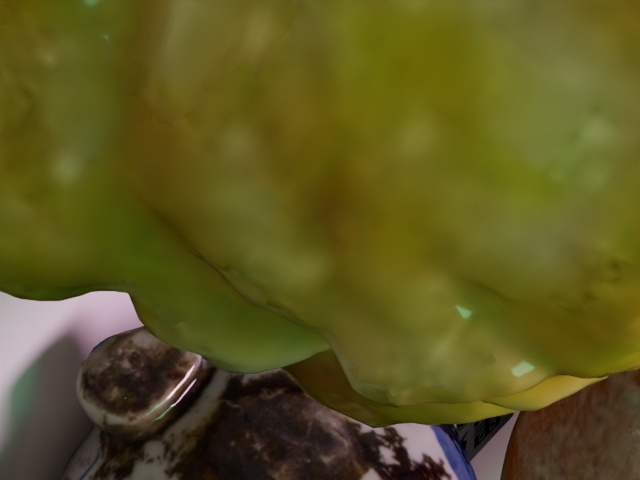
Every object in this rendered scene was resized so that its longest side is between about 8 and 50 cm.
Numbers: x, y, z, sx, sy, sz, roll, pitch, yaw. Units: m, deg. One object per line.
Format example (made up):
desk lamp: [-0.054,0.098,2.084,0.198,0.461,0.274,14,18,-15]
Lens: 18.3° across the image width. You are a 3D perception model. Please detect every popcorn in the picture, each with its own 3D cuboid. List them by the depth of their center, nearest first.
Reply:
popcorn: [0.041,-0.062,0.521,0.250,0.241,0.235,-12,117,-71]

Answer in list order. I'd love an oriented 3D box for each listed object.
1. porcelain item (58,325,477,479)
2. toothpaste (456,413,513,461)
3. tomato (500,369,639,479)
porcelain item: [-0.062,0.157,0.641,0.288,0.138,0.186,-47,159,-24]
toothpaste: [0.013,0.104,0.806,0.178,0.043,0.037,-42,147,-33]
tomato: [0.197,0.076,0.853,0.270,0.222,0.270,12,90,-82]
